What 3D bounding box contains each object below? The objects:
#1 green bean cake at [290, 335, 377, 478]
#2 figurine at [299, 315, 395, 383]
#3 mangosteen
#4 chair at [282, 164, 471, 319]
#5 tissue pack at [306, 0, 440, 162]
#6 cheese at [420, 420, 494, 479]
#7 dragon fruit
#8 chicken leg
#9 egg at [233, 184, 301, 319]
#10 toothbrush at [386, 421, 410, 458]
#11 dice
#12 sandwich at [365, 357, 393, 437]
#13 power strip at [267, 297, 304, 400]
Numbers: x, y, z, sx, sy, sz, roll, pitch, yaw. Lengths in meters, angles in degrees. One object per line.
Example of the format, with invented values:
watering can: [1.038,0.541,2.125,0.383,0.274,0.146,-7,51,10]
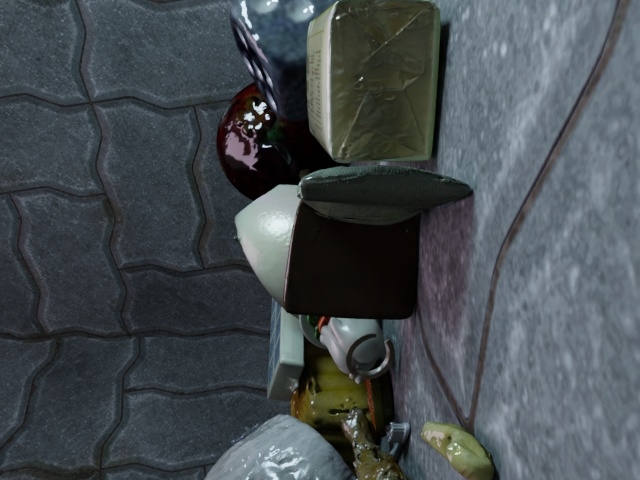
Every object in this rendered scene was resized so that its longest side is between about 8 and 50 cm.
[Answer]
green bean cake: [0.016,0.285,0.957,0.229,0.131,0.224,-103,15,-62]
figurine: [0.048,0.130,0.780,0.153,0.132,0.132,-127,36,-65]
mangosteen: [-0.077,-0.210,1.222,0.311,0.311,0.311,180,90,-84]
chair: [0.042,0.003,0.629,0.319,0.160,0.186,-118,34,-79]
tissue pack: [0.051,-0.188,0.653,0.234,0.125,0.159,-112,22,-72]
cheese: [0.112,0.171,0.458,0.083,0.044,0.030,-176,102,-86]
dragon fruit: [-0.046,0.408,0.745,0.283,0.221,0.204,62,157,1]
chicken leg: [0.064,0.281,0.676,0.085,0.069,0.198,64,177,-29]
egg: [0.009,0.016,0.917,0.271,0.162,0.206,29,-146,-48]
toothbrush: [0.088,0.322,0.774,0.275,0.025,0.019,96,170,-46]
dice: [-0.027,-0.315,0.879,0.183,0.182,0.181,58,172,10]
sandwich: [0.083,0.217,0.803,0.135,0.029,0.067,-98,4,-46]
power strip: [-0.061,0.115,0.999,0.367,0.043,0.106,-93,18,-51]
